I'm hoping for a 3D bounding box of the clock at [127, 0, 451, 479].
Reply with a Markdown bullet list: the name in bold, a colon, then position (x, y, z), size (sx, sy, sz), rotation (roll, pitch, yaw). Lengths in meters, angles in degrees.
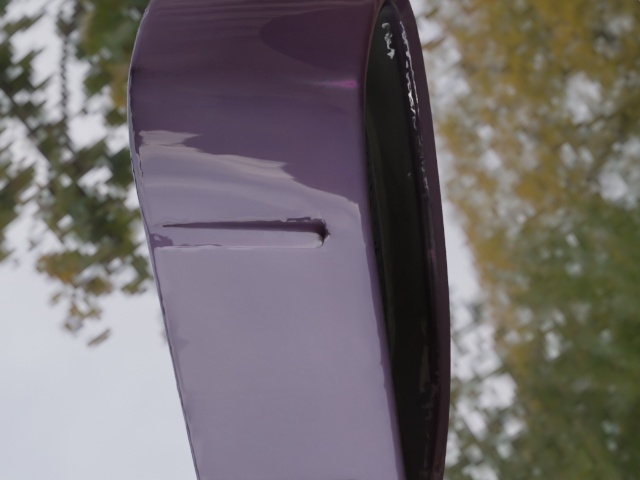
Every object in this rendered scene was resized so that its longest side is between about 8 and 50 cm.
- **clock**: position (0.000, 0.000, 0.464), size (0.110, 0.050, 0.152), rotation (-73, -21, -54)
